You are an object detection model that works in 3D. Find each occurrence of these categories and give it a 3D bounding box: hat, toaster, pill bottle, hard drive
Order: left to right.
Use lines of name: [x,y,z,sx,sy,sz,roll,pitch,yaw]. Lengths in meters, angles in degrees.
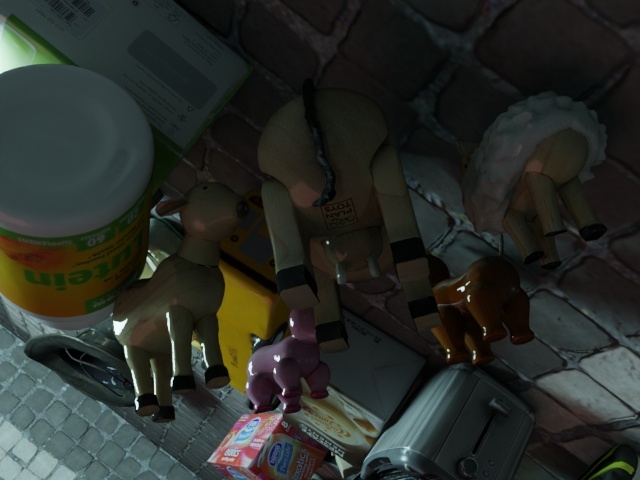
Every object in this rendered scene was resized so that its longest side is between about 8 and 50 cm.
pill bottle: [-0.207,-0.015,0.635,0.136,0.136,0.245,35,151,5]
hat: [-0.471,0.243,1.718,0.332,0.133,0.331,14,148,9]
hard drive: [0.071,0.463,1.507,0.094,0.022,0.135,5,140,49]
toaster: [0.142,0.233,0.883,0.129,0.146,0.227,37,154,3]

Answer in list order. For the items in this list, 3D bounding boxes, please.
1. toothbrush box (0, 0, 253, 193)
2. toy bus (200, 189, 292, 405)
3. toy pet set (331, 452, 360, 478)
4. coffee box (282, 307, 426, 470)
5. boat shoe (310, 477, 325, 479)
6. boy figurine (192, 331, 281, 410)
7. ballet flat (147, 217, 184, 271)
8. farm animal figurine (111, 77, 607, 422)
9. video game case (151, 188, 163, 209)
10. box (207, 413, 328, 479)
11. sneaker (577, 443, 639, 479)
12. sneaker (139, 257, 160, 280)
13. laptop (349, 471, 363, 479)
toothbrush box: [-0.222,-0.128,0.740,0.206,0.122,0.283,39,150,-12]
toy bus: [-0.073,0.088,0.938,0.108,0.130,0.332,30,154,14]
toy pet set: [0.047,0.323,1.288,0.122,0.065,0.114,84,163,-53]
coffee box: [0.035,0.196,1.016,0.141,0.098,0.246,31,154,14]
boat shoe: [-0.015,0.570,1.704,0.094,0.109,0.302,39,158,2]
boy figurine: [-0.176,0.146,1.183,0.285,0.092,0.177,27,180,26]
ballet flat: [-0.170,0.055,1.083,0.213,0.068,0.072,39,154,-4]
farm animal figurine: [0.000,0.000,0.581,0.326,0.331,0.172,100,160,-62]
video game case: [-0.347,-0.165,0.985,0.248,0.035,0.274,17,149,37]
box: [-0.110,0.431,1.564,0.123,0.128,0.257,43,155,-10]
sneaker: [0.297,0.360,0.873,0.147,0.145,0.384,44,159,20]
sneaker: [-0.296,0.029,1.174,0.080,0.094,0.212,33,155,8]
laptop: [0.176,0.429,1.179,0.234,0.136,0.264,44,154,-13]
